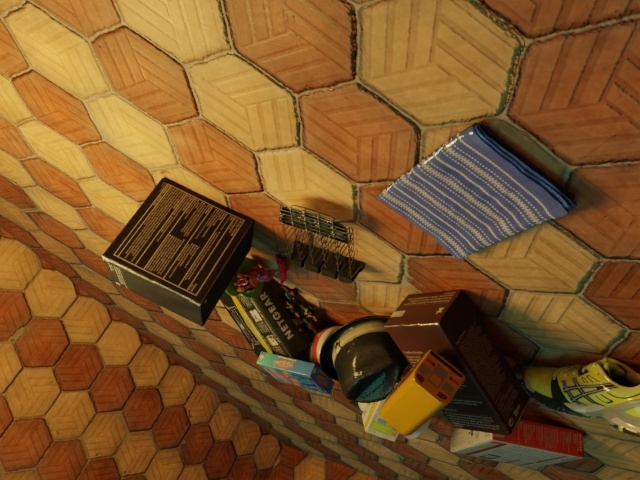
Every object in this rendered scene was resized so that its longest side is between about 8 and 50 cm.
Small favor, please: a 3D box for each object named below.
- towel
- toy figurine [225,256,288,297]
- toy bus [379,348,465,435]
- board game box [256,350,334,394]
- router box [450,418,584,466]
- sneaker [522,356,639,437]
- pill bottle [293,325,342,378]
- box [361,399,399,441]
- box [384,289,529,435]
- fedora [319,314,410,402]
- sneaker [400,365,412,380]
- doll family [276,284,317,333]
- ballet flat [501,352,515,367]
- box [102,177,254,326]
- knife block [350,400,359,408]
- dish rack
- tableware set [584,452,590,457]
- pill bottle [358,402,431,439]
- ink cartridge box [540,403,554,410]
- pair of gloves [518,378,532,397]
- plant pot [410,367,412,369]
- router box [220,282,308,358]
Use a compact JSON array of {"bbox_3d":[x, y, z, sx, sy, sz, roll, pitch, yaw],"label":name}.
[{"bbox_3d":[0.282,-0.075,1.084,0.243,0.040,0.336,35,151,-10],"label":"towel"},{"bbox_3d":[-0.177,0.102,1.679,0.159,0.173,0.130,-16,92,37],"label":"toy figurine"},{"bbox_3d":[0.245,0.395,1.424,0.108,0.130,0.332,37,145,12],"label":"toy bus"},{"bbox_3d":[-0.081,0.430,1.830,0.211,0.047,0.160,5,149,32],"label":"board game box"},{"bbox_3d":[0.633,0.667,1.857,0.302,0.082,0.335,13,152,-5],"label":"router box"},{"bbox_3d":[0.668,0.347,1.368,0.385,0.145,0.147,2,103,55],"label":"sneaker"},{"bbox_3d":[-0.015,0.395,1.964,0.176,0.176,0.319,40,149,-21],"label":"pill bottle"},{"bbox_3d":[0.232,0.548,1.892,0.114,0.203,0.103,22,-169,-8],"label":"box"},{"bbox_3d":[0.356,0.317,1.465,0.191,0.143,0.381,-13,118,52],"label":"box"},{"bbox_3d":[0.156,0.377,1.678,0.335,0.152,0.333,-2,132,-2],"label":"fedora"},{"bbox_3d":[0.380,0.419,1.763,0.314,0.116,0.136,12,124,34],"label":"sneaker"},{"bbox_3d":[-0.073,0.225,1.849,0.193,0.076,0.111,39,155,-12],"label":"doll family"},{"bbox_3d":[0.437,0.354,1.609,0.232,0.073,0.080,1,139,40],"label":"ballet flat"},{"bbox_3d":[-0.385,0.034,1.576,0.294,0.296,0.182,25,151,6],"label":"box"},{"bbox_3d":[0.237,0.608,2.211,0.276,0.241,0.088,-8,179,-40],"label":"knife block"},{"bbox_3d":[0.000,0.000,1.424,0.209,0.074,0.271,17,148,18],"label":"dish rack"},{"bbox_3d":[0.823,0.717,1.912,0.104,0.024,0.154,40,150,-20],"label":"tableware set"},{"bbox_3d":[0.244,0.576,2.039,0.302,0.169,0.169,33,151,-9],"label":"pill bottle"},{"bbox_3d":[0.626,0.415,1.530,0.048,0.083,0.028,1,142,39],"label":"ink cartridge box"},{"bbox_3d":[0.566,0.419,1.618,0.198,0.023,0.159,30,162,-29],"label":"pair of gloves"},{"bbox_3d":[0.321,0.391,1.691,0.083,0.081,0.081,9,126,-45],"label":"plant pot"},{"bbox_3d":[-0.205,0.259,1.898,0.308,0.081,0.243,58,147,-6],"label":"router box"}]
